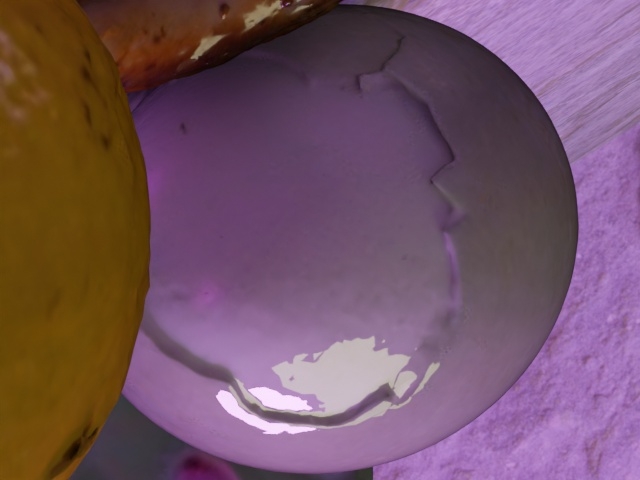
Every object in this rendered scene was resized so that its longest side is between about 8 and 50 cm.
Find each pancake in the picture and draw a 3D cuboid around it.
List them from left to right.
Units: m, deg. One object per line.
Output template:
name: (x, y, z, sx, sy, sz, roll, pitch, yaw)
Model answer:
pancake: (-0.054, -0.134, 0.723, 0.266, 0.057, 0.244, -22, 168, -45)

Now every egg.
egg: (0.000, 0.000, 0.959, 0.278, 0.278, 0.336, -34, 175, 27)

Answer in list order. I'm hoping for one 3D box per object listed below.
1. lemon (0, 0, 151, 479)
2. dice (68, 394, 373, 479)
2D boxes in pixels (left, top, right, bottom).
lemon: (-0.183, 0.010, 0.463, 0.284, 0.260, 0.260, -20, 167, -48)
dice: (-0.178, 0.185, 1.328, 0.322, 0.318, 0.330, -38, 170, 39)
